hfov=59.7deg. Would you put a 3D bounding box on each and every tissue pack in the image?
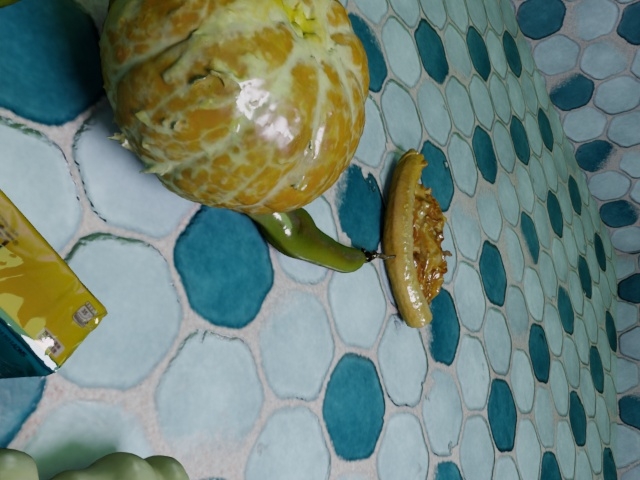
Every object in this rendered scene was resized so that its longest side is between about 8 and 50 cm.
[{"bbox_3d":[-0.273,0.027,0.456,0.169,0.120,0.082,57,43,-21],"label":"tissue pack"}]

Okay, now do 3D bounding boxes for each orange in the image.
[{"bbox_3d":[-0.093,-0.189,0.650,0.329,0.249,0.329,28,54,-47],"label":"orange"}]

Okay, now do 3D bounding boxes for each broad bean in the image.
[{"bbox_3d":[-0.007,0.001,0.854,0.325,0.067,0.075,26,90,-47],"label":"broad bean"}]

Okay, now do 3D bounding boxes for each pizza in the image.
[{"bbox_3d":[0.192,-0.007,1.090,0.182,0.074,0.365,24,61,-36],"label":"pizza"}]

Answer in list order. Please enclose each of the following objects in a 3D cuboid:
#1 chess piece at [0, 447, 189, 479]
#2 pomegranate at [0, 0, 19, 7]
[{"bbox_3d":[-0.242,0.226,0.431,0.251,0.144,0.144,29,57,-38],"label":"chess piece"},{"bbox_3d":[-0.333,-0.326,0.385,0.341,0.285,0.284,3,76,-40],"label":"pomegranate"}]
